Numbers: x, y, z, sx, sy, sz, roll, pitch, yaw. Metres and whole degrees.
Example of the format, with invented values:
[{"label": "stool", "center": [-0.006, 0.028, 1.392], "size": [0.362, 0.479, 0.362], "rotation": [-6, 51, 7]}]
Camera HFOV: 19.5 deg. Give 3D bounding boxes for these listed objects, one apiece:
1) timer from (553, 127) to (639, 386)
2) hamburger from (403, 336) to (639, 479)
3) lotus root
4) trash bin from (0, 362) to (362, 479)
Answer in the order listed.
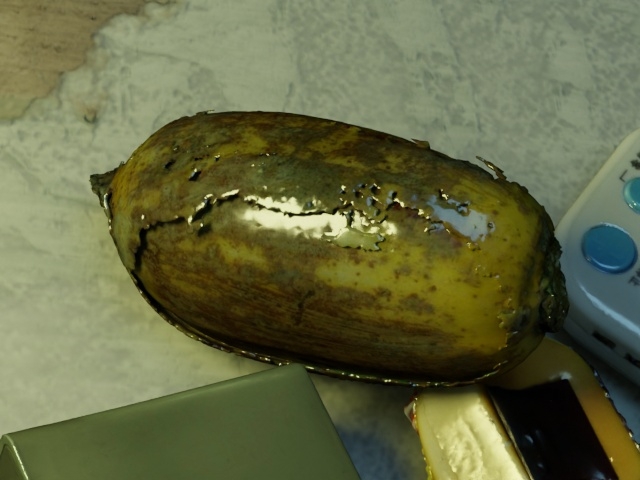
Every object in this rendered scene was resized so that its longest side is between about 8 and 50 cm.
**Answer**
[{"label": "timer", "center": [0.325, 0.027, 1.612], "size": [0.237, 0.087, 0.262], "rotation": [36, 56, 8]}, {"label": "hamburger", "center": [0.162, 0.173, 1.460], "size": [0.173, 0.116, 0.210], "rotation": [-11, 57, -30]}, {"label": "lotus root", "center": [0.000, 0.000, 1.436], "size": [0.398, 0.195, 0.179], "rotation": [9, 35, 20]}, {"label": "trash bin", "center": [-0.100, 0.201, 1.355], "size": [0.241, 0.122, 0.164], "rotation": [-14, 64, -27]}]
